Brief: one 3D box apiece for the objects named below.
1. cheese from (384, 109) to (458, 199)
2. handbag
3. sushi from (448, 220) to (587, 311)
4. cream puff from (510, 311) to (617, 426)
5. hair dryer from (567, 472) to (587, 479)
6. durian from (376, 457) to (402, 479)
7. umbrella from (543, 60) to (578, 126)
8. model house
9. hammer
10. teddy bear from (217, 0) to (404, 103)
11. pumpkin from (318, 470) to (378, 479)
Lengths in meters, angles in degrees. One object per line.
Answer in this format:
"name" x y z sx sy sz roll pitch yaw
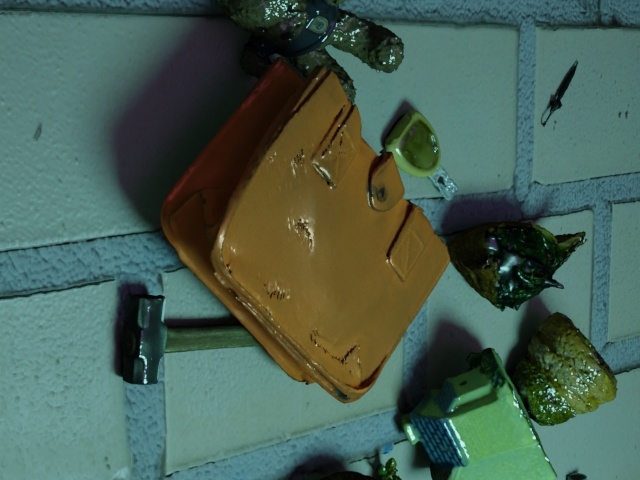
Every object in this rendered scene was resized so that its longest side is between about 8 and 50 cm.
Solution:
"cheese" 0.162 -0.121 1.636 0.162 0.036 0.086 48 67 -34
"handbag" 0.000 0.000 1.395 0.303 0.116 0.410 -55 134 -18
"sushi" 0.322 0.042 1.729 0.287 0.140 0.149 4 87 -41
"cream puff" 0.398 0.238 1.833 0.169 0.183 0.183 -36 123 1
"hair dryer" 0.449 0.480 1.983 0.124 0.038 0.063 -11 102 -32
"durian" 0.165 0.510 1.662 0.106 0.132 0.375 -33 101 -26
"umbrella" 0.421 -0.258 1.853 0.149 0.022 0.022 -60 171 -17
"model house" 0.237 0.295 1.691 0.189 0.195 0.214 -28 111 5
"hammer" -0.106 0.125 1.442 0.365 0.043 0.111 1 94 -43
"teddy bear" -0.024 -0.275 1.391 0.182 0.129 0.251 -46 133 14
"pumpkin" 0.043 0.456 1.540 0.219 0.162 0.219 5 74 -18
